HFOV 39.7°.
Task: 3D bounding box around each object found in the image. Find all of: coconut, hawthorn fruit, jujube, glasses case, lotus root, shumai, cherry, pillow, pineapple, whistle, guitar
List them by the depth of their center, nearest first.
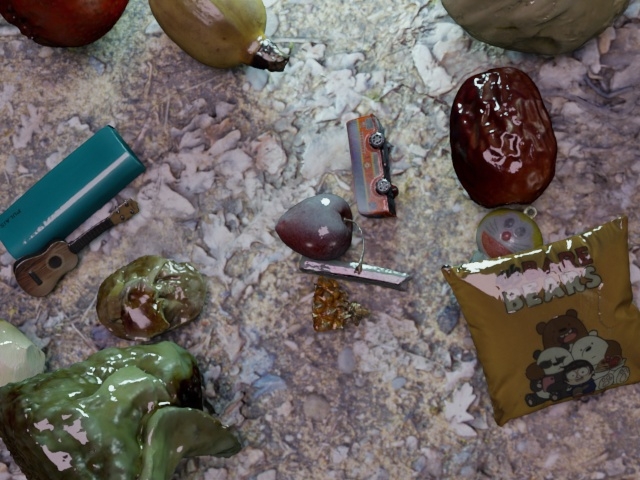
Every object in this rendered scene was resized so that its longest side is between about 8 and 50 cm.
[{"bbox_3d":[0.393,0.140,1.479,0.310,0.119,0.312,-17,104,9],"label":"pillow"},{"bbox_3d":[-0.342,0.322,1.528,0.395,0.395,0.348,41,64,13],"label":"shumai"},{"bbox_3d":[0.312,-0.174,1.533,0.183,0.183,0.243,-8,79,9],"label":"jujube"},{"bbox_3d":[0.302,0.031,1.543,0.123,0.123,0.223,39,103,13],"label":"whistle"},{"bbox_3d":[-0.007,-0.002,1.575,0.148,0.115,0.188,13,50,-9],"label":"cherry"},{"bbox_3d":[0.031,0.128,1.600,0.114,0.077,0.114,15,50,-7],"label":"pineapple"},{"bbox_3d":[-0.323,0.105,1.621,0.209,0.153,0.161,-1,88,8],"label":"shumai"},{"bbox_3d":[-0.591,0.236,1.639,0.171,0.171,0.183,6,85,11],"label":"coconut"},{"bbox_3d":[-0.189,-0.416,1.673,0.310,0.183,0.183,44,90,8],"label":"lotus root"},{"bbox_3d":[-0.478,-0.517,1.696,0.265,0.265,0.307,35,70,13],"label":"hawthorn fruit"},{"bbox_3d":[-0.464,0.003,1.704,0.271,0.038,0.084,-38,121,-6],"label":"guitar"},{"bbox_3d":[-0.493,-0.090,1.720,0.301,0.070,0.117,-41,76,3],"label":"glasses case"}]

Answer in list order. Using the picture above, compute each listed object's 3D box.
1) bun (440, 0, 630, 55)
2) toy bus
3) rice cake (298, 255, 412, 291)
[{"bbox_3d":[0.382,-0.491,1.529,0.362,0.234,0.326,0,91,2],"label":"bun"},{"bbox_3d":[0.095,-0.133,1.628,0.077,0.065,0.192,-11,79,19],"label":"toy bus"},{"bbox_3d":[0.063,0.059,1.616,0.207,0.033,0.033,10,73,10],"label":"rice cake"}]
